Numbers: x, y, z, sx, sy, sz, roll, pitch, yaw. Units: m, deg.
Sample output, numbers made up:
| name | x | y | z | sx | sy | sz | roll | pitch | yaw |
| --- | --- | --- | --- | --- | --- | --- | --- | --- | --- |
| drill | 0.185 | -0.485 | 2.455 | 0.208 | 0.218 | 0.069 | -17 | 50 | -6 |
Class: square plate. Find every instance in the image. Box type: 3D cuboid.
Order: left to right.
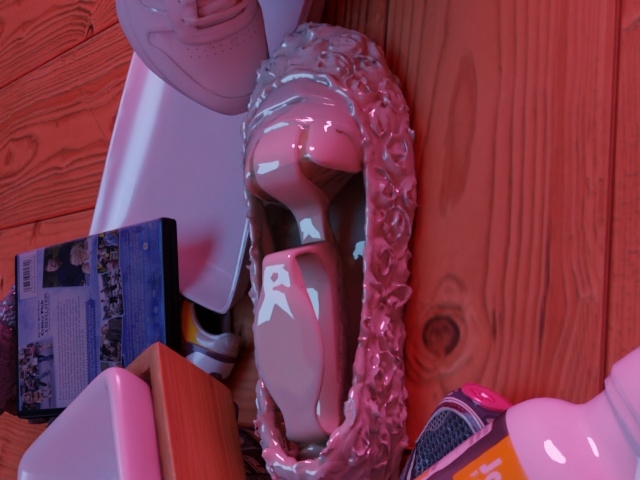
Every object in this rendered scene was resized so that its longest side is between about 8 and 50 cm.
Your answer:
| name | x | y | z | sx | sy | sz | roll | pitch | yaw |
| --- | --- | --- | --- | --- | --- | --- | --- | --- | --- |
| square plate | -0.120 | -0.122 | 1.079 | 0.347 | 0.049 | 0.344 | 16 | 93 | 55 |

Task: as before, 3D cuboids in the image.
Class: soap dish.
| name | x | y | z | sx | sy | sz | roll | pitch | yaw |
| --- | --- | --- | --- | --- | --- | --- | --- | --- | --- |
| soap dish | -0.140 | 0.259 | 0.823 | 0.229 | 0.118 | 0.290 | -43 | 48 | 41 |

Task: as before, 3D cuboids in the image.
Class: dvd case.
| name | x | y | z | sx | sy | sz | roll | pitch | yaw |
| --- | --- | --- | --- | --- | --- | --- | --- | --- | --- |
| dvd case | -0.231 | 0.085 | 1.069 | 0.253 | 0.022 | 0.180 | -11 | 78 | 40 |

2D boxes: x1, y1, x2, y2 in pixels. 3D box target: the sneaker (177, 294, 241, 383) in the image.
| name | x | y | z | sx | sy | sz | roll | pitch | yaw |
| --- | --- | --- | --- | --- | --- | --- | --- | --- | --- |
| sneaker | -0.132 | 0.074 | 1.054 | 0.084 | 0.070 | 0.185 | -58 | 45 | 16 |

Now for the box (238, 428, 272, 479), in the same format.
| name | x | y | z | sx | sy | sz | roll | pitch | yaw |
| --- | --- | --- | --- | --- | --- | --- | --- | --- | --- |
| box | -0.077 | 0.264 | 0.905 | 0.180 | 0.078 | 0.147 | 28 | 105 | 54 |

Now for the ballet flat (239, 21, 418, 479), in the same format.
| name | x | y | z | sx | sy | sz | roll | pitch | yaw |
| --- | --- | --- | --- | --- | --- | --- | --- | --- | --- |
| ballet flat | 0.000 | 0.000 | 0.806 | 0.147 | 0.147 | 0.408 | -25 | 65 | 51 |

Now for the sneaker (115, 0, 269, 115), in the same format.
| name | x | y | z | sx | sy | sz | roll | pitch | yaw |
| --- | --- | --- | --- | --- | --- | --- | --- | --- | --- |
| sneaker | -0.114 | -0.233 | 0.850 | 0.152 | 0.114 | 0.305 | 33 | 149 | 59 |

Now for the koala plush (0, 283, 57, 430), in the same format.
| name | x | y | z | sx | sy | sz | roll | pitch | yaw |
| --- | --- | --- | --- | --- | --- | --- | --- | --- | --- |
| koala plush | -0.360 | 0.128 | 1.274 | 0.221 | 0.196 | 0.203 | 10 | 79 | 56 |

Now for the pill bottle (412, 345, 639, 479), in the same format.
| name | x | y | z | sx | sy | sz | roll | pitch | yaw |
| --- | --- | --- | --- | --- | --- | --- | --- | --- | --- |
| pill bottle | 0.102 | 0.180 | 0.534 | 0.278 | 0.162 | 0.162 | -40 | 46 | 14 |

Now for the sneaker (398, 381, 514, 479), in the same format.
| name | x | y | z | sx | sy | sz | roll | pitch | yaw |
| --- | --- | --- | --- | --- | --- | --- | --- | --- | --- |
| sneaker | 0.060 | 0.235 | 0.685 | 0.121 | 0.112 | 0.299 | 32 | 108 | 54 |
